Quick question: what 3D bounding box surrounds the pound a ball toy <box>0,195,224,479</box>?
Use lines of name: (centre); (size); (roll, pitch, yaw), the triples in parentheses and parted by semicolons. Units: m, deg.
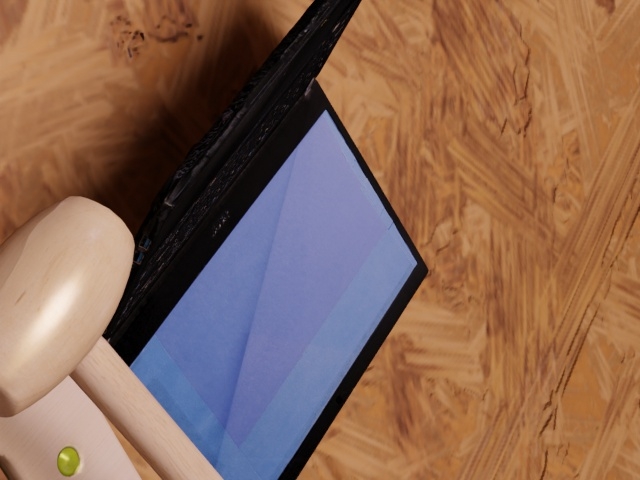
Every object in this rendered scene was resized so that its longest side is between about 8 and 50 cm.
pound a ball toy: (-0.116, 0.149, 0.600); (0.136, 0.208, 0.319); (-48, 123, -38)

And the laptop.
laptop: (0.000, 0.000, 0.785); (0.136, 0.264, 0.234); (35, 56, -1)
